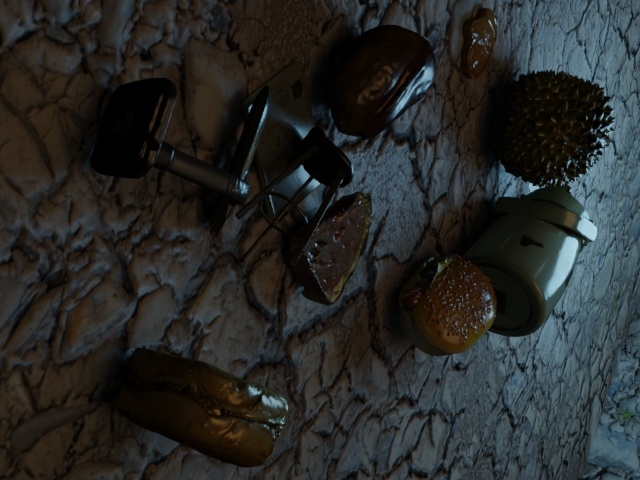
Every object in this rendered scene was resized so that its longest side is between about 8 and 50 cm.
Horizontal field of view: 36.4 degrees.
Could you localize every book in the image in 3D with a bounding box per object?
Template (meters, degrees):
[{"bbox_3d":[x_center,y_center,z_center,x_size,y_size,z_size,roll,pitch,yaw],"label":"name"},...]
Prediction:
[{"bbox_3d":[-0.049,-0.140,1.402,0.138,0.016,0.198,-45,136,-39],"label":"book"}]

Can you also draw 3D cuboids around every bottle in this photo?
[{"bbox_3d":[0.440,0.011,2.008,0.352,0.229,0.229,-44,135,-36],"label":"bottle"}]

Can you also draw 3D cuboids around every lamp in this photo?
[{"bbox_3d":[-0.136,-0.132,1.175,0.283,0.125,0.203,27,75,-57],"label":"lamp"}]

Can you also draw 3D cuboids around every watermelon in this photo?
[{"bbox_3d":[0.000,0.000,1.486,0.139,0.071,0.187,17,95,-51],"label":"watermelon"}]

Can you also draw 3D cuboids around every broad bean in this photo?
[{"bbox_3d":[0.088,-0.243,1.484,0.228,0.122,0.156,-39,157,-37],"label":"broad bean"}]

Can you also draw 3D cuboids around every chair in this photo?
[{"bbox_3d":[-0.026,-0.060,1.354,0.221,0.095,0.104,-57,164,-33],"label":"chair"}]

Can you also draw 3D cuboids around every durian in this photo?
[{"bbox_3d":[0.485,-0.229,1.999,0.293,0.258,0.258,-25,121,-65],"label":"durian"}]

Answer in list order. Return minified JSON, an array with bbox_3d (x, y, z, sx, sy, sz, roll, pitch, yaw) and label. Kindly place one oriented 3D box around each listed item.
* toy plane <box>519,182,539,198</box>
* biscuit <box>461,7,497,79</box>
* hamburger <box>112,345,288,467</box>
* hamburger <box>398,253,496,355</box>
[{"bbox_3d":[0.454,-0.034,2.177,0.078,0.053,0.197,38,71,-33],"label":"toy plane"},{"bbox_3d":[0.301,-0.379,1.852,0.118,0.023,0.140,36,71,-56],"label":"biscuit"},{"bbox_3d":[-0.143,0.207,1.212,0.214,0.214,0.108,45,61,-53],"label":"hamburger"},{"bbox_3d":[0.234,0.118,1.801,0.210,0.173,0.116,-37,167,-45],"label":"hamburger"}]
